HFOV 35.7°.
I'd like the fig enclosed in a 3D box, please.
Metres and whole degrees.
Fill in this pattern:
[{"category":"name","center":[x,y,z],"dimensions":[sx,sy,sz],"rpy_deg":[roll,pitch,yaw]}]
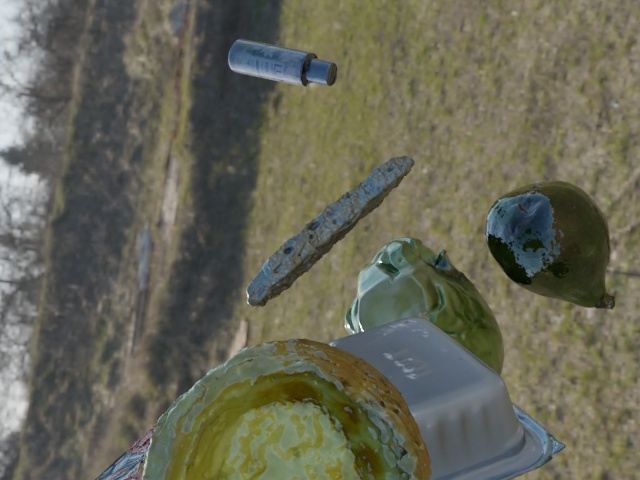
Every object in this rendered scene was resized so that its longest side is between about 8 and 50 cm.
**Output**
[{"category":"fig","center":[0.376,0.021,1.576],"dimensions":[0.245,0.195,0.195],"rpy_deg":[60,169,-5]}]

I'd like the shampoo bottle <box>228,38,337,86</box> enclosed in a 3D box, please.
[{"category":"shampoo bottle","center":[-0.069,-0.329,1.857],"dimensions":[0.072,0.214,0.072],"rpy_deg":[-39,-43,-49]}]

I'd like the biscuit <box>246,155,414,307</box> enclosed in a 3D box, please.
[{"category":"biscuit","center":[-0.001,-0.001,1.254],"dimensions":[0.290,0.038,0.141],"rpy_deg":[-41,-7,-28]}]

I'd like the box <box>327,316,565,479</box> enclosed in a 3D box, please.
[{"category":"box","center":[0.110,0.194,1.251],"dimensions":[0.337,0.264,0.106],"rpy_deg":[-143,40,-63]}]

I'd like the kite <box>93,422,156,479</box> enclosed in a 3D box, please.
[{"category":"kite","center":[-0.336,0.380,1.633],"dimensions":[0.008,0.125,0.222],"rpy_deg":[60,-173,-15]}]

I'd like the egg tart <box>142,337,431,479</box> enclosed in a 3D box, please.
[{"category":"egg tart","center":[-0.023,0.175,0.740],"dimensions":[0.090,0.213,0.212],"rpy_deg":[48,-130,-88]}]

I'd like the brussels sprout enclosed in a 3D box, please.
[{"category":"brussels sprout","center":[0.174,0.155,1.700],"dimensions":[0.247,0.328,0.328],"rpy_deg":[-43,17,4]}]
